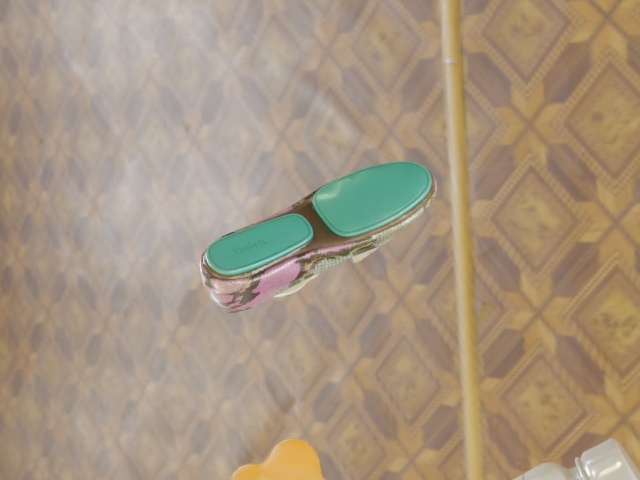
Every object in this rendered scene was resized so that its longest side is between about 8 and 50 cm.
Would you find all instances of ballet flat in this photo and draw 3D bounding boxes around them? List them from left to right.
[{"bbox_3d":[0.000,0.000,0.985,0.077,0.221,0.079,57,166,36],"label":"ballet flat"}]

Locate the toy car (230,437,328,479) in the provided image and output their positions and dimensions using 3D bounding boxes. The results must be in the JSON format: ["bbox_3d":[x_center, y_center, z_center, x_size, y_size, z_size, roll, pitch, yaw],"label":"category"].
[{"bbox_3d":[-0.038,0.266,0.834,0.219,0.210,0.238,26,94,57],"label":"toy car"}]

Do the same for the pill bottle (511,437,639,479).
[{"bbox_3d":[0.225,0.337,1.192,0.283,0.160,0.160,-33,69,10],"label":"pill bottle"}]
